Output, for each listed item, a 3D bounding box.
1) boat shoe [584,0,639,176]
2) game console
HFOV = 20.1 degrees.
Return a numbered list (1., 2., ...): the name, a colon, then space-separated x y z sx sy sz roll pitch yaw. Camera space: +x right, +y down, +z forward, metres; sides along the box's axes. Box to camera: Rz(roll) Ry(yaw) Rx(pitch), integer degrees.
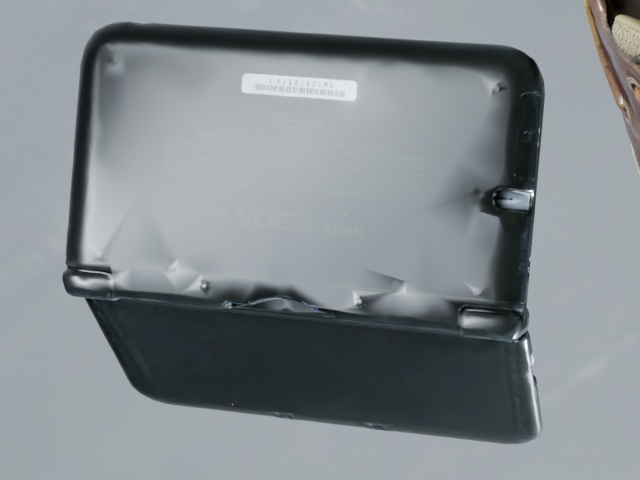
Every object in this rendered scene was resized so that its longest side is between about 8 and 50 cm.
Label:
1. boat shoe: 0.180 -0.090 0.849 0.123 0.342 0.123 -15 -179 29
2. game console: 0.000 0.000 0.488 0.071 0.122 0.107 -2 97 -76
